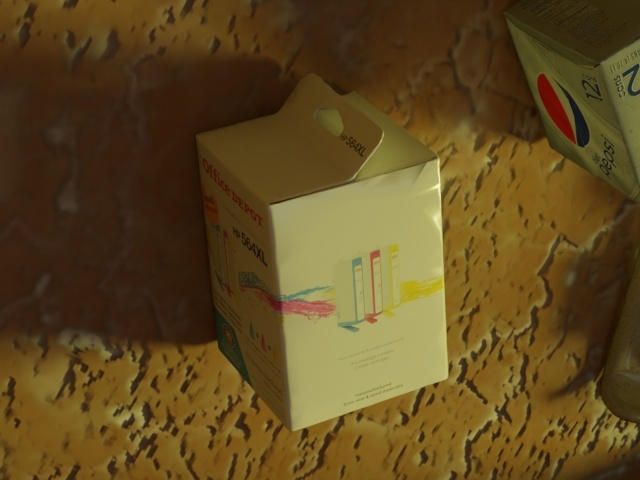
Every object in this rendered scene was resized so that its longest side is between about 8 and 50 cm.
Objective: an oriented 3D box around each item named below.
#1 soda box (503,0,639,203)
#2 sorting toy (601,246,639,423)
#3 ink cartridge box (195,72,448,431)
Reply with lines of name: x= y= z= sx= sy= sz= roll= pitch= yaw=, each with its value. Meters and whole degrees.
soda box: x=0.242 y=-0.142 z=0.871 sx=0.286 sy=0.091 sz=0.098 roll=-34 pitch=126 yaw=-11
sorting toy: x=0.337 y=0.027 z=0.964 sx=0.307 sy=0.041 sz=0.229 roll=10 pitch=110 yaw=-3
ink cartridge box: x=0.000 y=0.000 z=0.807 sx=0.090 sy=0.092 sz=0.143 roll=-17 pitch=121 yaw=-21
